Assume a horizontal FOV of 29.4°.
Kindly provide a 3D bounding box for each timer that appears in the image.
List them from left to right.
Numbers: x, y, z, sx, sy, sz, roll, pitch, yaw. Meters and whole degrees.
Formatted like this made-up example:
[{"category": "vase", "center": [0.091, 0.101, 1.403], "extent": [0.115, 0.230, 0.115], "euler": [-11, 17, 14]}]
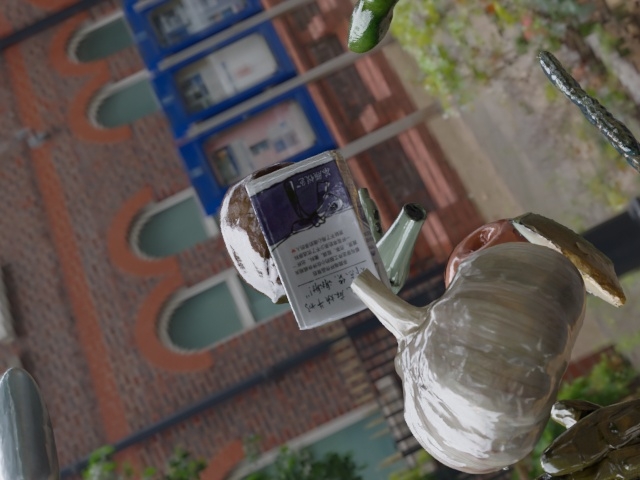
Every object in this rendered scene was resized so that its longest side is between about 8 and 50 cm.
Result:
[{"category": "timer", "center": [0.347, 0.080, 2.275], "extent": [0.215, 0.229, 0.229], "euler": [58, -179, -12]}]

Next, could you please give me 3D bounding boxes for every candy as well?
[{"category": "candy", "center": [-0.339, 0.249, 1.404], "extent": [0.138, 0.071, 0.174], "euler": [102, 156, -44]}]

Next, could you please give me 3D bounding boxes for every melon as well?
[{"category": "melon", "center": [0.298, 0.012, 1.519], "extent": [0.182, 0.054, 0.098], "euler": [37, -165, -16]}]

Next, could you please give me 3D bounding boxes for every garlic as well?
[{"category": "garlic", "center": [0.120, 0.090, 1.114], "extent": [0.212, 0.219, 0.218], "euler": [22, 172, 9]}]

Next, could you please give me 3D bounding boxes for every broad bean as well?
[{"category": "broad bean", "center": [0.046, -0.230, 1.095], "extent": [0.039, 0.069, 0.227], "euler": [51, 175, 15]}]

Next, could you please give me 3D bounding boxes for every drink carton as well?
[{"category": "drink carton", "center": [0.001, 0.000, 1.709], "extent": [0.102, 0.134, 0.222], "euler": [-7, -103, -81]}]

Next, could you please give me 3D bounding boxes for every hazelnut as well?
[{"category": "hazelnut", "center": [-0.044, -0.004, 1.893], "extent": [0.229, 0.229, 0.229], "euler": [64, 180, 0]}]

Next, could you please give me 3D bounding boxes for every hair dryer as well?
[{"category": "hair dryer", "center": [0.114, -0.022, 2.009], "extent": [0.219, 0.088, 0.225], "euler": [136, 137, -59]}]

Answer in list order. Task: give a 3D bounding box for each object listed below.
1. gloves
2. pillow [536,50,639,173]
[{"category": "gloves", "center": [0.354, 0.236, 1.270], "extent": [0.331, 0.141, 0.154], "euler": [11, -109, -38]}, {"category": "pillow", "center": [0.414, -0.159, 1.744], "extent": [0.189, 0.034, 0.255], "euler": [37, -167, -43]}]
